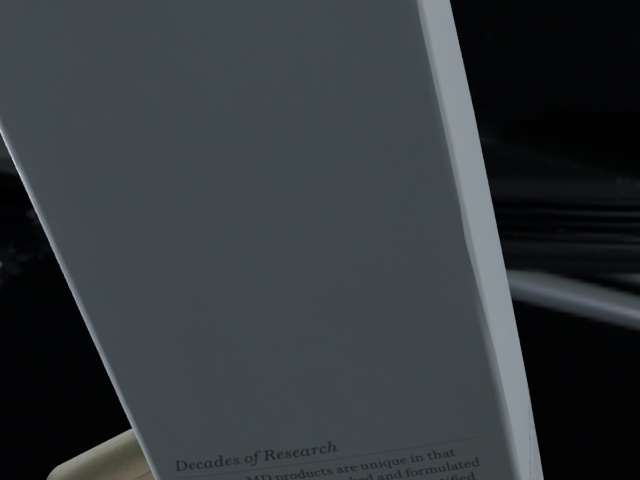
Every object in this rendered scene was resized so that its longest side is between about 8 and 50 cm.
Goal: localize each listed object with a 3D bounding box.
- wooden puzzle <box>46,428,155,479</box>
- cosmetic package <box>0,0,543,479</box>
[{"bbox_3d":[-0.116,0.199,0.973,0.221,0.044,0.239,-25,-30,-17],"label":"wooden puzzle"},{"bbox_3d":[0.000,0.000,0.496,0.155,0.197,0.365,-11,-60,11],"label":"cosmetic package"}]
